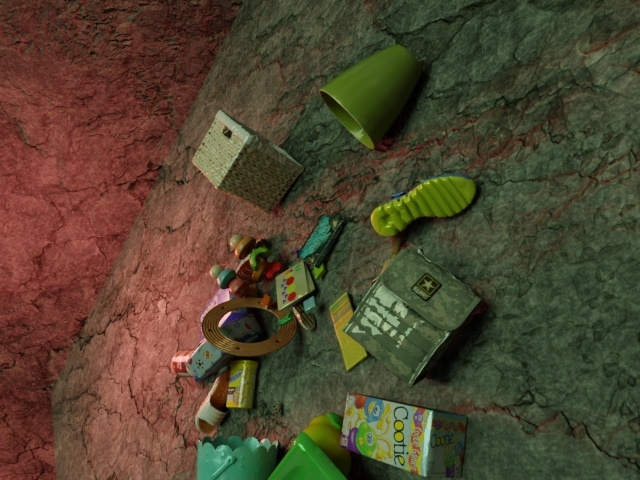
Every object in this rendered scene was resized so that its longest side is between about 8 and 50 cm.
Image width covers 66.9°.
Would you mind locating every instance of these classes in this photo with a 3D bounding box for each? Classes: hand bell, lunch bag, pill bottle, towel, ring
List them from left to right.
[{"bbox_3d":[-0.545,0.532,2.099,0.221,0.121,0.121,-16,60,46],"label":"pill bottle"},{"bbox_3d":[-0.361,0.406,1.866,0.303,0.243,0.115,-42,76,27],"label":"lunch bag"},{"bbox_3d":[-0.251,0.306,1.722,0.336,0.336,0.032,41,134,51],"label":"ring"},{"bbox_3d":[0.088,0.287,1.546,0.102,0.021,0.237,-47,42,32],"label":"towel"},{"bbox_3d":[0.226,0.039,1.456,0.126,0.126,0.242,-24,43,42],"label":"hand bell"},{"bbox_3d":[0.240,0.185,1.243,0.235,0.169,0.287,38,102,24],"label":"lunch bag"}]

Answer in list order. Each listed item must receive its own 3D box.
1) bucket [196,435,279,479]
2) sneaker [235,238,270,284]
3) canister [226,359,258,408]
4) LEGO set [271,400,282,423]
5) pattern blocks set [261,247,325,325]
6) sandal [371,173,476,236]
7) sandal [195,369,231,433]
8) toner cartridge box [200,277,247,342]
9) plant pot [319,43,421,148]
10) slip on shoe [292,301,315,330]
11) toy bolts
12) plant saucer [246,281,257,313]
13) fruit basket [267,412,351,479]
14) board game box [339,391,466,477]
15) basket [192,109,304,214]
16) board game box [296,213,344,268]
[{"bbox_3d":[-0.272,0.737,1.554,0.281,0.281,0.183,-15,65,46],"label":"bucket"},{"bbox_3d":[-0.295,0.094,2.052,0.225,0.088,0.092,-57,25,-16],"label":"sneaker"},{"bbox_3d":[-0.297,0.545,1.834,0.126,0.073,0.170,-19,59,45],"label":"canister"},{"bbox_3d":[-0.146,0.591,1.673,0.054,0.023,0.083,53,127,51],"label":"LEGO set"},{"bbox_3d":[-0.099,0.162,1.778,0.285,0.026,0.325,-27,40,24],"label":"pattern blocks set"},{"bbox_3d":[0.301,-0.121,1.422,0.317,0.126,0.138,-17,17,31],"label":"sandal"},{"bbox_3d":[-0.399,0.636,1.886,0.076,0.101,0.266,20,86,55],"label":"sandal"},{"bbox_3d":[-0.411,0.310,2.026,0.348,0.075,0.165,-49,43,42],"label":"toner cartridge box"},{"bbox_3d":[0.193,-0.517,1.663,0.293,0.275,0.275,-45,40,3],"label":"plant pot"},{"bbox_3d":[-0.060,0.274,1.714,0.135,0.051,0.041,46,148,42],"label":"slip on shoe"},{"bbox_3d":[-0.318,0.105,1.910,0.158,0.218,0.229,34,72,15],"label":"toy bolts"},{"bbox_3d":[-0.341,0.239,2.073,0.200,0.037,0.200,-27,52,40],"label":"plant saucer"},{"bbox_3d":[-0.009,0.654,1.300,0.283,0.392,0.392,43,107,25],"label":"fruit basket"},{"bbox_3d":[0.200,0.478,1.207,0.275,0.144,0.142,-8,66,49],"label":"board game box"},{"bbox_3d":[-0.316,-0.330,2.060,0.267,0.331,0.328,-55,46,8],"label":"basket"},{"bbox_3d":[0.000,0.000,1.769,0.126,0.026,0.186,27,84,53],"label":"board game box"}]
